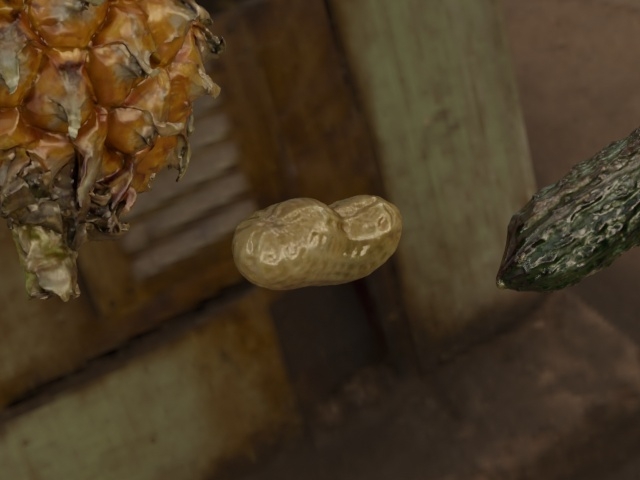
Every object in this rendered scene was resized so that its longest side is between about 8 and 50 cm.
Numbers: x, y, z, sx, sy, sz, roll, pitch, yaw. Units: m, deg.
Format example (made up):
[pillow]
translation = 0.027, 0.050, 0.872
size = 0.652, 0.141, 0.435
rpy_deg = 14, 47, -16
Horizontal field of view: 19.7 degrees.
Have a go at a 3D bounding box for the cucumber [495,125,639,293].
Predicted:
[cucumber]
translation = 0.288, -0.060, 1.496
size = 0.359, 0.096, 0.096
rpy_deg = -29, 36, -7

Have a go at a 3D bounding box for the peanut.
[peanut]
translation = 0.000, 0.000, 1.038
size = 0.113, 0.054, 0.054
rpy_deg = -9, 26, -37

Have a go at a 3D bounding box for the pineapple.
[pineapple]
translation = -0.137, -0.100, 1.309
size = 0.209, 0.344, 0.286
rpy_deg = -17, 63, -5
